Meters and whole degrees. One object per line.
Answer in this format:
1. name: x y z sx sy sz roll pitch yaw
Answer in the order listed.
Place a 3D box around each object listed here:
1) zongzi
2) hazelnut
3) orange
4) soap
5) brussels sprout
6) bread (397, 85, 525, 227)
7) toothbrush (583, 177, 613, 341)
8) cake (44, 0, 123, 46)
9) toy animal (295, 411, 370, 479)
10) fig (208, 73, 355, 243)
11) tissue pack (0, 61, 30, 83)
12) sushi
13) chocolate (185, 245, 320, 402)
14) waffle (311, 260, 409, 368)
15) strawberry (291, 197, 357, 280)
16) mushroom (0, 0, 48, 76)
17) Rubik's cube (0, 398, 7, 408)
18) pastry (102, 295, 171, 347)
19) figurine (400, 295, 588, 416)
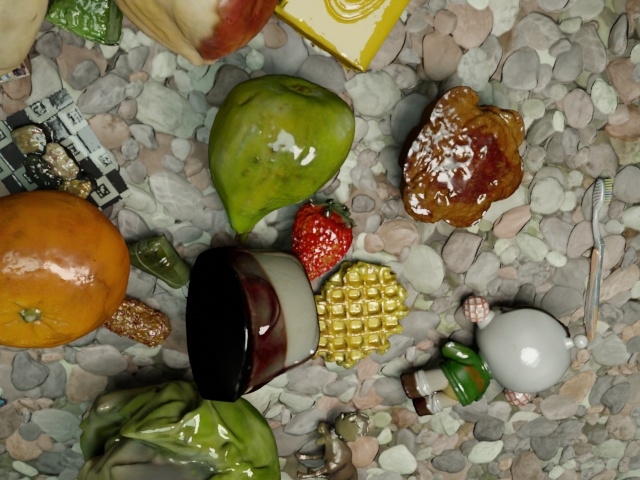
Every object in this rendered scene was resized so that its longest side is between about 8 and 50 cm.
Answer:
1. zongzi: -0.316 0.060 1.034 0.130 0.062 0.154 -14 128 20
2. hazelnut: -0.179 -0.378 0.787 0.260 0.261 0.241 -4 135 -6
3. orange: -0.461 0.046 0.889 0.283 0.226 0.284 -12 140 -10
4. soap: 0.072 -0.459 0.872 0.204 0.096 0.325 29 103 -16
5. brussels sprout: -0.250 0.482 1.031 0.361 0.342 0.426 7 73 -47
6. bread: 0.253 -0.138 0.983 0.232 0.135 0.247 21 104 -14
7. toothbrush: 0.587 0.050 1.148 0.037 0.028 0.376 -9 109 -12
8. cake: -0.350 -0.429 0.824 0.099 0.100 0.236 11 107 -11
9. toy animal: 0.037 0.469 1.194 0.186 0.094 0.214 -21 117 5
10. fig: -0.086 -0.122 0.896 0.233 0.233 0.314 25 98 -15
11. tissue pack: -0.526 -0.299 0.861 0.058 0.074 0.095 -18 111 6
12. sushi: -0.473 -0.124 0.938 0.192 0.050 0.215 -26 110 2
13. chocolate: -0.111 0.141 0.966 0.186 0.283 0.284 2 110 -32
14. waffle: 0.054 0.143 1.096 0.249 0.056 0.253 28 105 -16
15. strawberry: -0.003 -0.006 1.003 0.131 0.131 0.148 32 120 -16
16. mushroom: -0.524 -0.360 0.684 0.352 0.353 0.325 -17 99 -1
17. Rubik's cube: -0.789 0.345 1.054 0.190 0.211 0.178 -40 87 31
18. pastry: -0.371 0.154 1.039 0.169 0.063 0.087 25 106 -16
19. figurine: 0.352 0.252 1.118 0.369 0.167 0.281 -26 106 11
